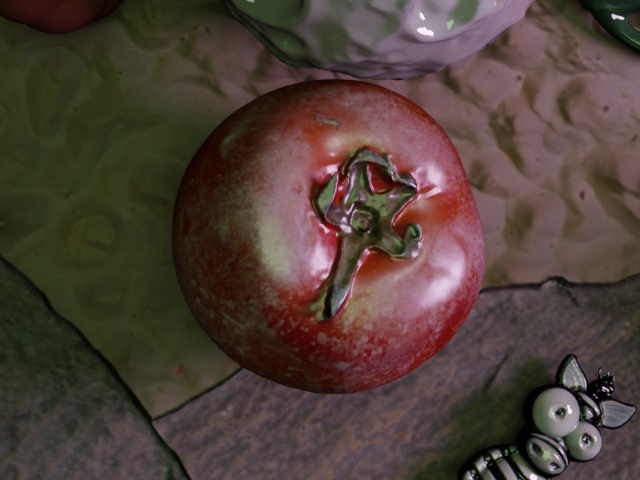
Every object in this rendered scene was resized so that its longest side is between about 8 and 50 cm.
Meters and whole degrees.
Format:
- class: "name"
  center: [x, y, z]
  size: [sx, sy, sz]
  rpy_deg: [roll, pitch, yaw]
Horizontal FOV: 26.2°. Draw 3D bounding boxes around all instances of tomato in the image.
- class: "tomato"
  center: [0.000, 0.000, 1.186]
  size: [0.270, 0.227, 0.270]
  rpy_deg: [4, 79, -21]

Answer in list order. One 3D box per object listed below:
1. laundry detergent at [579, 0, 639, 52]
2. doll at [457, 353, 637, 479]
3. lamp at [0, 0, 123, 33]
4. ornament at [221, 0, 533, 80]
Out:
- class: "laundry detergent"
  center: [0.352, -0.228, 1.311]
  size: [0.211, 0.063, 0.137]
  rpy_deg: [33, 89, -6]
- class: "doll"
  center: [0.200, 0.203, 1.278]
  size: [0.091, 0.067, 0.219]
  rpy_deg: [42, 83, 0]
- class: "lamp"
  center: [-0.246, -0.270, 1.212]
  size: [0.182, 0.140, 0.182]
  rpy_deg: [15, 70, -47]
- class: "ornament"
  center: [0.041, -0.294, 1.140]
  size: [0.337, 0.337, 0.337]
  rpy_deg: [0, 88, -5]
